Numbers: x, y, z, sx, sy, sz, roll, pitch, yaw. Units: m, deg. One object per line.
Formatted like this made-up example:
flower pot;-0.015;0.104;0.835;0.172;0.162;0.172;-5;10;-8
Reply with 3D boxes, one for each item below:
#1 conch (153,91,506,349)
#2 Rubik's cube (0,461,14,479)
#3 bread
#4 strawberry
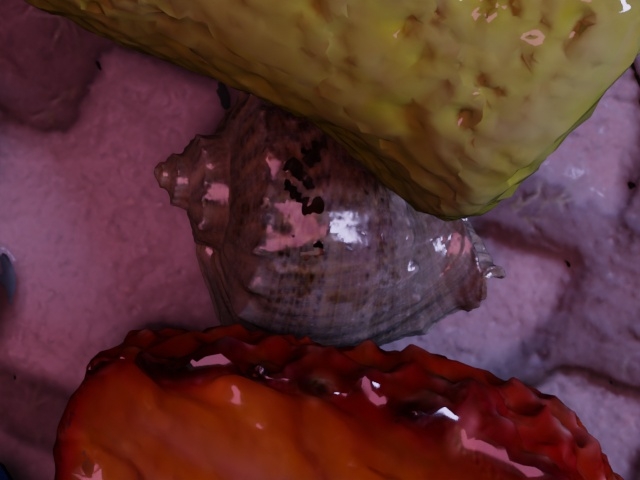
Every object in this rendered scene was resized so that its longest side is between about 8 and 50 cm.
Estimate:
conch;0.000;0.000;0.845;0.207;0.130;0.155;17;139;-13
Rubik's cube;-0.219;0.189;0.862;0.133;0.133;0.112;-12;68;6
bread;0.029;-0.192;0.694;0.308;0.348;0.348;39;97;-4
strawberry;0.022;0.150;0.814;0.336;0.149;0.265;32;118;2
